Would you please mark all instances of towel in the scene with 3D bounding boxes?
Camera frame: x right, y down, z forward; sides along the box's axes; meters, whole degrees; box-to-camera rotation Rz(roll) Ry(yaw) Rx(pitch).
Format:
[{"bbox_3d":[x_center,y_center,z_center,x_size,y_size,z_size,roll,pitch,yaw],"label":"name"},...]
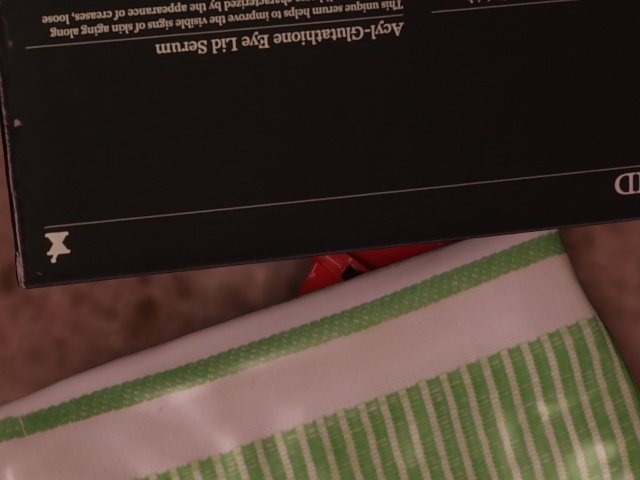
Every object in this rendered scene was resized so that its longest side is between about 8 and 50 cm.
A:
[{"bbox_3d":[0.038,0.173,0.628,0.248,0.038,0.325,-20,79,-9],"label":"towel"}]

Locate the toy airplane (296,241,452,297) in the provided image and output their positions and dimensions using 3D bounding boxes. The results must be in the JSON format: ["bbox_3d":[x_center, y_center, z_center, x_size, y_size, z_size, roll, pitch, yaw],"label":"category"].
[{"bbox_3d":[0.000,0.000,0.698,0.151,0.028,0.151,1,95,9],"label":"toy airplane"}]

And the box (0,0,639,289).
[{"bbox_3d":[0.020,-0.097,0.591,0.261,0.103,0.184,-6,107,-9],"label":"box"}]
